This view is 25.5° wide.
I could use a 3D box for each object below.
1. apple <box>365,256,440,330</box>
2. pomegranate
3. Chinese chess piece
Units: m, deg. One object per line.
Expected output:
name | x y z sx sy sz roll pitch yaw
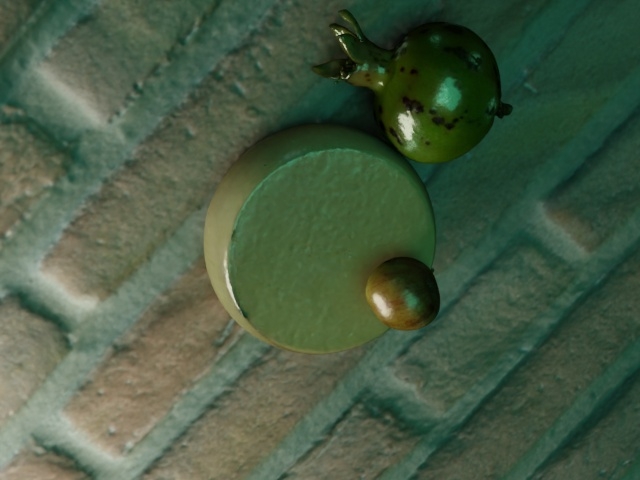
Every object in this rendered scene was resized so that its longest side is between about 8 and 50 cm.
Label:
apple | 0.091 0.060 1.559 0.071 0.084 0.084 -19 119 26
pomegranate | 0.103 -0.181 1.567 0.220 0.156 0.156 35 97 6
Chinese chess piece | 0.000 0.000 1.608 0.273 0.102 0.273 -5 109 -15
